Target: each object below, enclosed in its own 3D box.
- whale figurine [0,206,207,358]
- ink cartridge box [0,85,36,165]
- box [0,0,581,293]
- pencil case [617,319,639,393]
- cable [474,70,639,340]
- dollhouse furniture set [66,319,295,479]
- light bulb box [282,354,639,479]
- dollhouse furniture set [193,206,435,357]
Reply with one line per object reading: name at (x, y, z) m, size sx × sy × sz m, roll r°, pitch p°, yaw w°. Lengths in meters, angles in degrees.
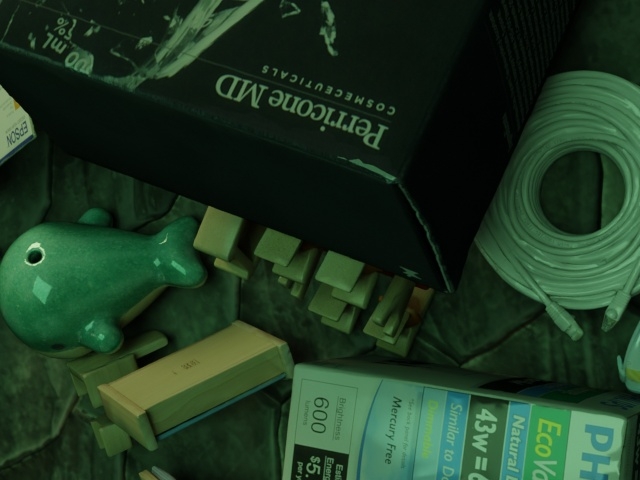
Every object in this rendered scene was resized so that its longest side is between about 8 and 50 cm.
whale figurine at (-0.282, 0.038, 1.622) m, size 0.272 × 0.141 × 0.216 m, roll -17°, pitch 57°, yaw 12°
ink cartridge box at (-0.437, -0.242, 1.665) m, size 0.324 × 0.071 × 0.330 m, roll -23°, pitch 81°, yaw 53°
box at (-0.012, -0.271, 1.262) m, size 0.479 × 0.297 × 0.472 m, roll 20°, pitch 76°, yaw 21°
pencil case at (0.450, 0.149, 1.329) m, size 0.273 × 0.113 × 0.124 m, roll 26°, pitch 90°, yaw 22°
cable at (0.287, -0.053, 1.418) m, size 0.257 × 0.089 × 0.257 m, roll 43°, pitch 104°, yaw 19°
dollhouse furniture set at (-0.136, 0.277, 1.599) m, size 0.286 × 0.198 × 0.303 m, roll 17°, pitch 127°, yaw 60°
light bulb box at (0.159, 0.323, 1.390) m, size 0.361 × 0.225 × 0.358 m, roll 6°, pitch 91°, yaw 24°
dollhouse furniture set at (0.000, 0.000, 1.449) m, size 0.259 × 0.262 × 0.135 m, roll 21°, pitch 78°, yaw 23°
